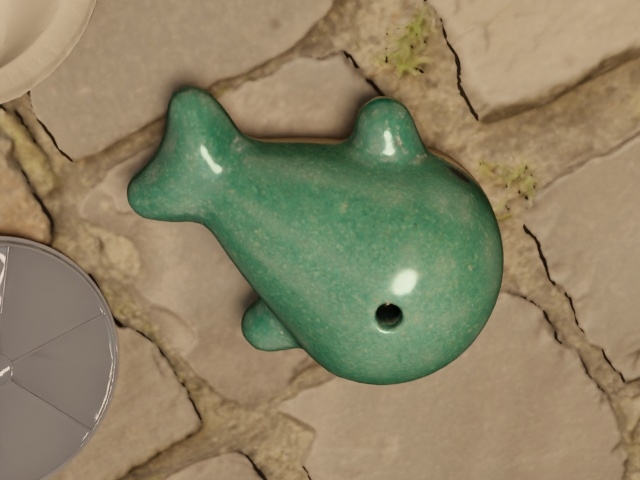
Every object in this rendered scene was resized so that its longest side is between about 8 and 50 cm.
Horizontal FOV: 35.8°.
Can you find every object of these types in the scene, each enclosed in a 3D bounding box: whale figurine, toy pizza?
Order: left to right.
[{"bbox_3d":[-0.250,0.096,0.745,0.201,0.032,0.201,-5,98,-34],"label":"toy pizza"},{"bbox_3d":[0.000,0.000,0.691,0.272,0.141,0.216,27,111,-13],"label":"whale figurine"}]

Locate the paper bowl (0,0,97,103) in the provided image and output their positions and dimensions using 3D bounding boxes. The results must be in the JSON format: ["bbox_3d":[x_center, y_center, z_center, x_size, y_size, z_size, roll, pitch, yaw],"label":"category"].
[{"bbox_3d":[-0.261,-0.186,0.548,0.284,0.148,0.284,-1,138,-1],"label":"paper bowl"}]
